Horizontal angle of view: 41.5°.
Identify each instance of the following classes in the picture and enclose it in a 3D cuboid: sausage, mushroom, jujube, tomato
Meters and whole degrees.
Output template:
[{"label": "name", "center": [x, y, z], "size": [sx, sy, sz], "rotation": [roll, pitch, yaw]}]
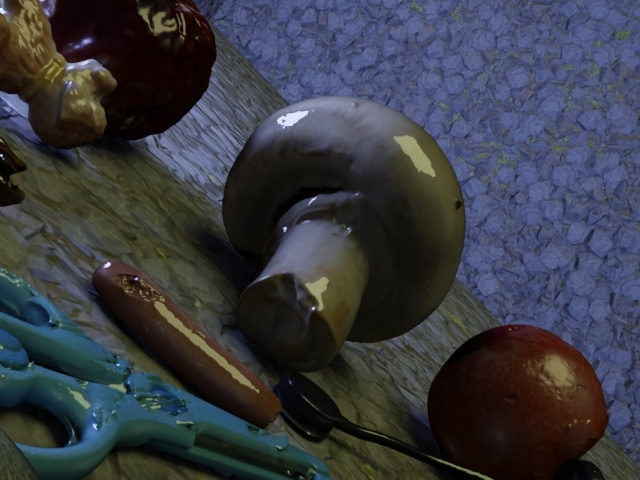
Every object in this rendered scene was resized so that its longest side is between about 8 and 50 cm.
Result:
[{"label": "sausage", "center": [-0.105, 0.083, 0.666], "size": [0.186, 0.043, 0.043], "rotation": [43, 11, -5]}, {"label": "mushroom", "center": [0.000, 0.000, 0.913], "size": [0.292, 0.292, 0.290], "rotation": [44, 40, 2]}, {"label": "jujube", "center": [-0.234, -0.227, 0.988], "size": [0.213, 0.213, 0.232], "rotation": [44, 6, 5]}, {"label": "tomato", "center": [0.228, 0.197, 1.004], "size": [0.184, 0.208, 0.208], "rotation": [52, 13, 25]}]

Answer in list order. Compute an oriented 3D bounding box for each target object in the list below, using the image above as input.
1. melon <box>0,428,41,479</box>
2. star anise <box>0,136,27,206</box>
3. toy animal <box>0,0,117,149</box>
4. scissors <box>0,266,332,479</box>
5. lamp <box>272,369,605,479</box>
[{"label": "melon", "center": [-0.142, 0.107, 0.287], "size": [0.131, 0.098, 0.098], "rotation": [45, 10, 34]}, {"label": "star anise", "center": [-0.292, -0.103, 0.575], "size": [0.177, 0.073, 0.234], "rotation": [62, 3, 36]}, {"label": "toy animal", "center": [-0.295, -0.146, 0.794], "size": [0.185, 0.104, 0.184], "rotation": [58, 39, -24]}, {"label": "scissors", "center": [-0.113, 0.111, 0.546], "size": [0.393, 0.032, 0.180], "rotation": [35, 14, -40]}, {"label": "lamp", "center": [0.133, 0.195, 0.826], "size": [0.371, 0.108, 0.130], "rotation": [34, 12, -11]}]
